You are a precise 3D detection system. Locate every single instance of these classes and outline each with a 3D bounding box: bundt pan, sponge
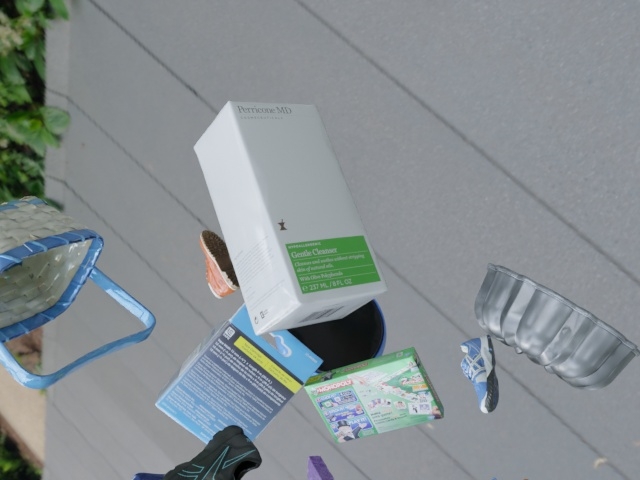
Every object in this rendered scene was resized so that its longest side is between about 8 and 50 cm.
[{"bbox_3d":[0.440,0.181,1.375,0.331,0.124,0.331,33,179,1],"label":"bundt pan"},{"bbox_3d":[0.010,0.513,1.365,0.210,0.031,0.117,-161,71,-76],"label":"sponge"}]

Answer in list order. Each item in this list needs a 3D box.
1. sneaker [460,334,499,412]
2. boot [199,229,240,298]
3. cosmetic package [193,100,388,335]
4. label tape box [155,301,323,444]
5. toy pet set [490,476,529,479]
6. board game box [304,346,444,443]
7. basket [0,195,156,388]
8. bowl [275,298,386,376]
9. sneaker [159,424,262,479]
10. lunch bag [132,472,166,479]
[{"bbox_3d":[0.395,0.334,1.736,0.081,0.211,0.080,-10,133,17],"label":"sneaker"},{"bbox_3d":[-0.242,0.056,1.592,0.084,0.059,0.158,-37,77,38],"label":"boot"},{"bbox_3d":[-0.057,-0.044,1.193,0.155,0.197,0.365,-39,66,48],"label":"cosmetic package"},{"bbox_3d":[-0.200,0.339,1.743,0.249,0.347,0.115,41,-178,-9],"label":"label tape box"},{"bbox_3d":[0.426,0.591,1.589,0.114,0.065,0.122,40,100,13],"label":"toy pet set"},{"bbox_3d":[0.143,0.420,1.873,0.317,0.046,0.213,-19,111,20],"label":"board game box"},{"bbox_3d":[-0.415,0.076,1.037,0.289,0.255,0.201,37,113,16],"label":"basket"},{"bbox_3d":[0.039,0.303,2.402,0.391,0.391,0.077,41,155,13],"label":"bowl"},{"bbox_3d":[-0.236,0.487,1.406,0.106,0.267,0.101,37,150,28],"label":"sneaker"},{"bbox_3d":[-0.357,0.543,1.490,0.065,0.098,0.067,-110,35,-54],"label":"lunch bag"}]
